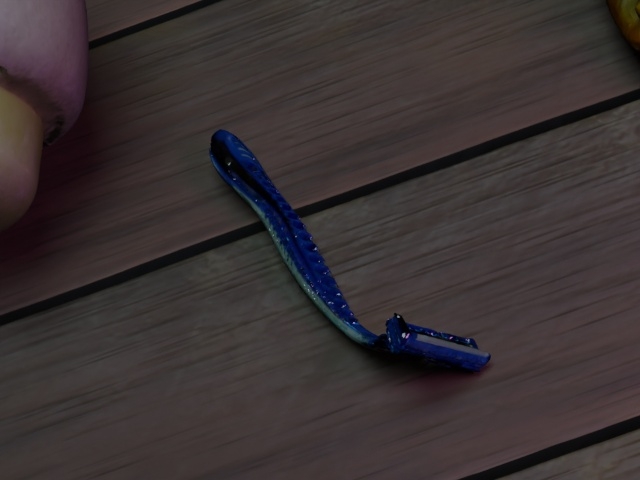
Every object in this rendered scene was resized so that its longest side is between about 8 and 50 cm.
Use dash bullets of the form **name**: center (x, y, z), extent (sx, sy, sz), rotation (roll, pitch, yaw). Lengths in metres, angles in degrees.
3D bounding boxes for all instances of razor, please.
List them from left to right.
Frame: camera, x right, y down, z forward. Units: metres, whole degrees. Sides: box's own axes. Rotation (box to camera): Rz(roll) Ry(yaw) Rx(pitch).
- **razor**: center (-0.006, 0.011, 1.263), extent (0.324, 0.093, 0.056), rotation (44, 108, 42)

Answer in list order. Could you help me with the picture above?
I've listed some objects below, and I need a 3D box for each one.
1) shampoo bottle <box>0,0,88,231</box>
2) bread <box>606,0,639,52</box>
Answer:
- **shampoo bottle**: center (-0.345, -0.169, 1.323), extent (0.322, 0.322, 0.317), rotation (-2, 70, 15)
- **bread**: center (0.374, -0.279, 1.290), extent (0.337, 0.204, 0.358), rotation (-20, 50, 6)
